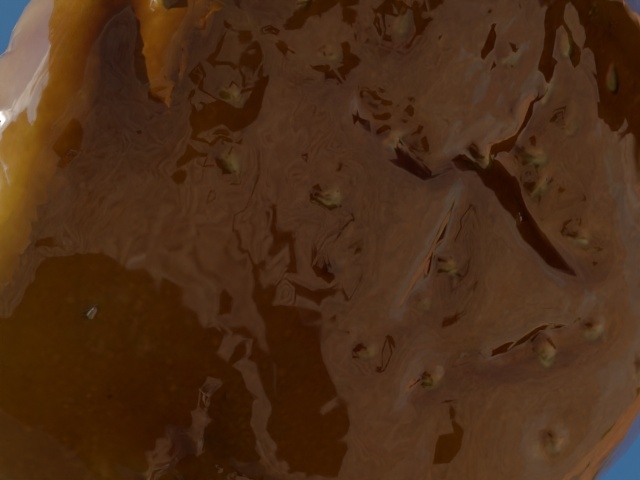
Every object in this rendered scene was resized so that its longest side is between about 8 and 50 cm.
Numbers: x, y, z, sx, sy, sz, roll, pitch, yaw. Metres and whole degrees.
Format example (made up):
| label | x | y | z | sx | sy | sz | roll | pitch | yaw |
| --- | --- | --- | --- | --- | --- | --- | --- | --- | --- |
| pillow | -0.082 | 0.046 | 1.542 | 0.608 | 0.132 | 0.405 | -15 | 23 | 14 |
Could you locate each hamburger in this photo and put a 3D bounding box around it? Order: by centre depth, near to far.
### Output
| label | x | y | z | sx | sy | sz | roll | pitch | yaw |
| --- | --- | --- | --- | --- | --- | --- | --- | --- | --- |
| hamburger | 0.000 | 0.000 | 0.618 | 0.290 | 0.170 | 0.314 | 42 | -101 | -25 |
